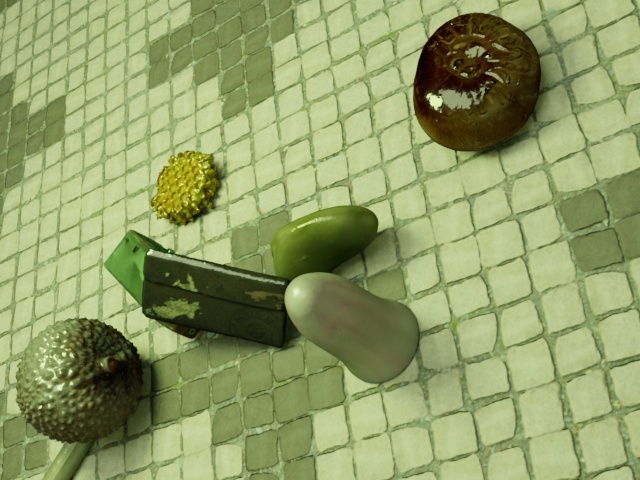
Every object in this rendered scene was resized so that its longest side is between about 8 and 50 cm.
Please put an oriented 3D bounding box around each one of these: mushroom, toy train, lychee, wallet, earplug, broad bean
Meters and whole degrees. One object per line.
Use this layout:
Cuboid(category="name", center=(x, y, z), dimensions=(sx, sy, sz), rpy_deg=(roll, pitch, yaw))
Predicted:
Cuboid(category="mushroom", center=(0.299, -0.320, 1.768), dimensions=(0.278, 0.163, 0.297), rpy_deg=(-10, 63, 31))
Cuboid(category="toy train", center=(-0.364, 0.098, 2.031), dimensions=(0.326, 0.159, 0.129), rpy_deg=(38, 94, 40))
Cuboid(category="lychee", center=(-0.545, 0.311, 1.958), dimensions=(0.300, 0.300, 0.300), rpy_deg=(-16, 59, 29))
Cuboid(category="wallet", center=(-0.223, 0.124, 1.845), dimensions=(0.321, 0.170, 0.044), rpy_deg=(11, 29, 10))
Cuboid(category="earplug", center=(0.040, 0.140, 1.623), dimensions=(0.172, 0.301, 0.172), rpy_deg=(-16, 59, 28))
Cuboid(category="broad bean", center=(0.000, 0.000, 1.801), dimensions=(0.263, 0.189, 0.121), rpy_deg=(-38, 53, 31))

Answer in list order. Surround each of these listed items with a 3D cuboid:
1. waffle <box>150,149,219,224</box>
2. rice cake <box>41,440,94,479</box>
Cuboid(category="waffle", center=(-0.337, -0.133, 2.190), dimensions=(0.197, 0.070, 0.193), rpy_deg=(-3, 66, 37))
Cuboid(category="rice cake", center=(-0.611, 0.552, 2.042), dimensions=(0.256, 0.057, 0.052), rpy_deg=(-58, 31, -3))
